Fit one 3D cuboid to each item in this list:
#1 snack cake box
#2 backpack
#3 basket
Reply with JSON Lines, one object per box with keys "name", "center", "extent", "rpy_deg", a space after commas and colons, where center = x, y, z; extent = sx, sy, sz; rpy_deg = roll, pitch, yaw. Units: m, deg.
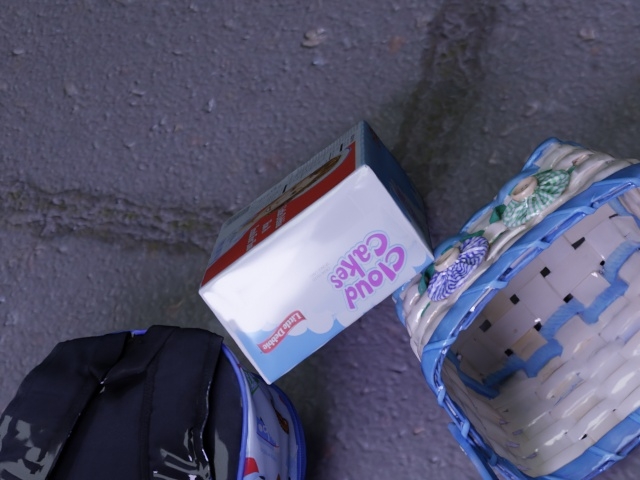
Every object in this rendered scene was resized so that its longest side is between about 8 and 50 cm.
{"name": "snack cake box", "center": [0.000, 0.000, 1.418], "extent": [0.152, 0.089, 0.264], "rpy_deg": [-35, 8, 8]}
{"name": "backpack", "center": [-0.125, 0.203, 1.396], "extent": [0.277, 0.213, 0.263], "rpy_deg": [0, 72, 23]}
{"name": "basket", "center": [0.188, 0.073, 1.283], "extent": [0.255, 0.201, 0.289], "rpy_deg": [-44, 37, 0]}
